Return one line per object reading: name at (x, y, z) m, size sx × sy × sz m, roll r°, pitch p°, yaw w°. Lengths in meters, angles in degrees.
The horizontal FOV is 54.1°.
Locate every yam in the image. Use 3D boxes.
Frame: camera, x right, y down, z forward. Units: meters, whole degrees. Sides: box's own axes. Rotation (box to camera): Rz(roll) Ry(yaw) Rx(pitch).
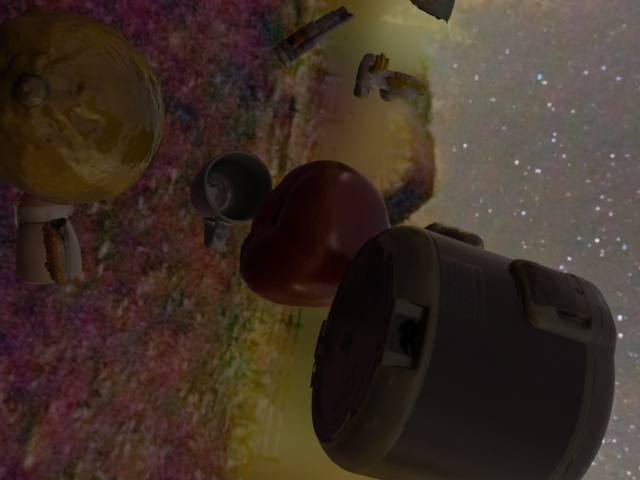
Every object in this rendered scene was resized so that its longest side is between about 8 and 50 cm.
yam at (0.325, -0.001, 1.568) m, size 0.357 × 0.081 × 0.081 m, roll -128°, pitch -135°, yaw -82°

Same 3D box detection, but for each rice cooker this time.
rice cooker at (0.180, 0.158, 0.805) m, size 0.335 × 0.325 × 0.336 m, roll -162°, pitch -90°, yaw -79°

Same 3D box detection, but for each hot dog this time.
hot dog at (-0.579, 0.026, 1.378) m, size 0.072 × 0.055 × 0.188 m, roll -108°, pitch -157°, yaw -46°

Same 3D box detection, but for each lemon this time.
lemon at (-0.355, -0.180, 0.872) m, size 0.316 × 0.285 × 0.286 m, roll -23°, pitch 123°, yaw -64°

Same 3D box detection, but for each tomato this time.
tomato at (0.000, 0.000, 1.139) m, size 0.299 × 0.226 × 0.299 m, roll -47°, pitch -160°, yaw 24°

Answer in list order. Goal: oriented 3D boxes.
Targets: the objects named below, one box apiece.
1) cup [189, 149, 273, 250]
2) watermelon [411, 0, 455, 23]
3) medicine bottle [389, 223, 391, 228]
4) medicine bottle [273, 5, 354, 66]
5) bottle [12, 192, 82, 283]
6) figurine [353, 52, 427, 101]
cup at (-0.264, -0.095, 1.667) m, size 0.234 × 0.186 × 0.258 m, roll -9°, pitch -118°, yaw 62°
watermelon at (0.210, -0.686, 1.539) m, size 0.151 × 0.301 × 0.264 m, roll -58°, pitch -139°, yaw 20°
medicine bottle at (0.084, 0.005, 1.737) m, size 0.340 × 0.130 × 0.131 m, roll -24°, pitch 127°, yaw -53°
medicine bottle at (-0.015, -0.546, 1.669) m, size 0.061 × 0.220 × 0.092 m, roll 56°, pitch -4°, yaw -36°
bottle at (-0.661, -0.023, 1.516) m, size 0.147 × 0.147 × 0.237 m, roll -67°, pitch 157°, yaw -80°
figurine at (0.164, -0.366, 1.462) m, size 0.129 × 0.178 × 0.109 m, roll -2°, pitch -112°, yaw 63°
